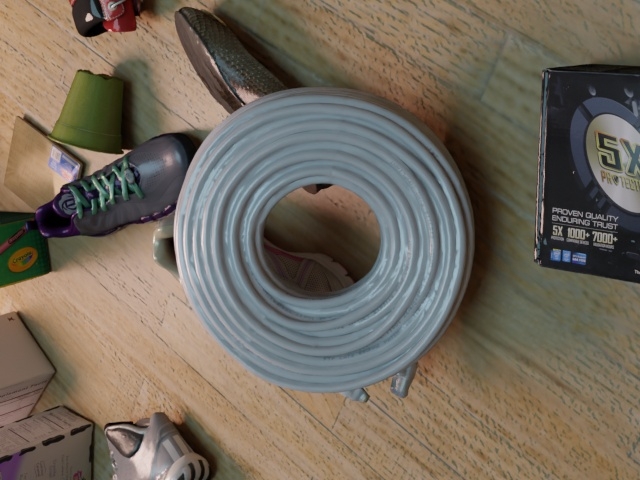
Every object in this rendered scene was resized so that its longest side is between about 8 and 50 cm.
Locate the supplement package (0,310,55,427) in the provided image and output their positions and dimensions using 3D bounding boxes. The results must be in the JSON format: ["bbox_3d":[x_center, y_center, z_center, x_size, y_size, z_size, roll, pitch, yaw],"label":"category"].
[{"bbox_3d":[-0.439,0.194,1.360,0.105,0.105,0.179,51,127,19],"label":"supplement package"}]

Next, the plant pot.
[{"bbox_3d":[-0.246,-0.141,1.138,0.083,0.083,0.079,22,103,34],"label":"plant pot"}]

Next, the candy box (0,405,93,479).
[{"bbox_3d":[-0.374,0.311,1.273,0.070,0.196,0.165,18,112,36],"label":"candy box"}]

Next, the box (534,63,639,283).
[{"bbox_3d":[0.249,-0.046,0.739,0.180,0.077,0.148,12,108,38],"label":"box"}]

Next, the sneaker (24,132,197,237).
[{"bbox_3d":[-0.222,-0.046,1.121,0.223,0.098,0.083,-27,83,41],"label":"sneaker"}]

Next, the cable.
[{"bbox_3d":[0.000,0.000,0.882,0.257,0.089,0.257,23,101,0],"label":"cable"}]

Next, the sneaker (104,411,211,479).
[{"bbox_3d":[-0.223,0.281,1.225,0.229,0.086,0.132,-48,65,26],"label":"sneaker"}]

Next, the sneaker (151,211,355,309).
[{"bbox_3d":[-0.069,0.047,1.007,0.252,0.111,0.103,31,119,30],"label":"sneaker"}]

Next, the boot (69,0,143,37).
[{"bbox_3d":[-0.199,-0.312,1.047,0.244,0.088,0.176,-34,79,48],"label":"boot"}]

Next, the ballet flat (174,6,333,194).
[{"bbox_3d":[-0.056,-0.141,0.992,0.250,0.058,0.084,47,164,27],"label":"ballet flat"}]

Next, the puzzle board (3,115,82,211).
[{"bbox_3d":[-0.333,-0.079,1.265,0.128,0.011,0.096,34,120,28],"label":"puzzle board"}]

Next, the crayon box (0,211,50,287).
[{"bbox_3d":[-0.484,0.029,1.241,0.165,0.278,0.081,3,104,39],"label":"crayon box"}]
